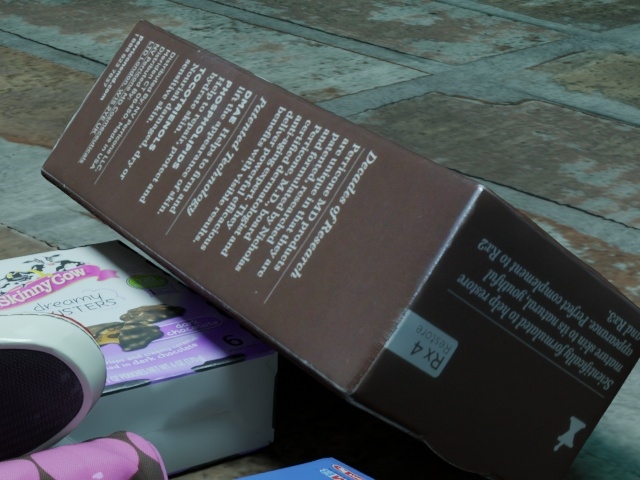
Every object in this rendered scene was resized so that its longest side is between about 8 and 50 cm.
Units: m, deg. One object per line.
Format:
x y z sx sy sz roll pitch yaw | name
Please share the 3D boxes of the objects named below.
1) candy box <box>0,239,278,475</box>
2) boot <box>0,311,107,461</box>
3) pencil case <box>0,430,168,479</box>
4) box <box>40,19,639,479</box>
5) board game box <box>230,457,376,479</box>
-0.149 0.074 0.900 0.165 0.070 0.196 -12 27 -35 | candy box
-0.220 0.056 0.798 0.244 0.088 0.176 -15 28 14 | boot
-0.162 0.156 0.671 0.209 0.098 0.095 -13 -17 -36 | pencil case
0.000 0.000 0.927 0.191 0.143 0.381 34 0 -41 | box
0.091 0.188 0.471 0.347 0.078 0.233 25 7 22 | board game box
